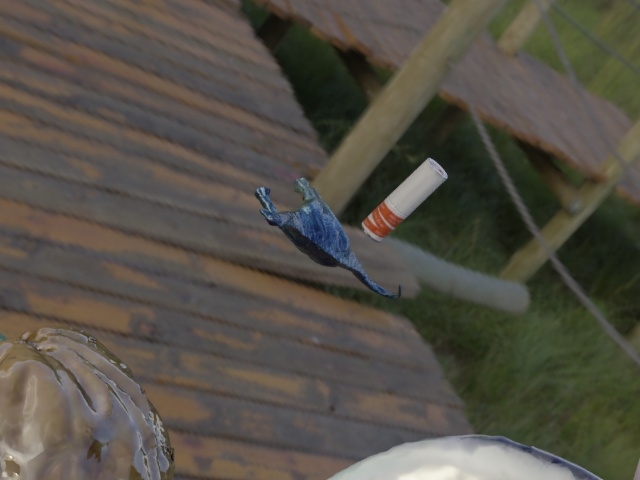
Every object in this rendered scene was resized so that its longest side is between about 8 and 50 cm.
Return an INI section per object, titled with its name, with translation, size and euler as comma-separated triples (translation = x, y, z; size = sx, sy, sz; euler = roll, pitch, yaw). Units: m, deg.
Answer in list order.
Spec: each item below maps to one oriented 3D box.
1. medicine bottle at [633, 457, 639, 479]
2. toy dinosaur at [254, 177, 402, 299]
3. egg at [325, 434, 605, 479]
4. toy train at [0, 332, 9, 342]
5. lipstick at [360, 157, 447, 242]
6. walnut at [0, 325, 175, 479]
[medicine bottle]
translation = 0.438, 0.249, 1.125
size = 0.250, 0.133, 0.133
euler = 20, 19, 22
[toy dinosaur]
translation = -0.007, -0.009, 1.677
size = 0.363, 0.076, 0.147
euler = 37, 16, -51
[egg]
translation = 0.096, 0.290, 0.721
size = 0.337, 0.337, 0.201
euler = 47, 2, 15
[toy train]
translation = -0.634, 0.201, 2.037
size = 0.238, 0.167, 0.299
euler = 39, -4, -22
[lipstick]
translation = 0.112, -0.053, 1.563
size = 0.038, 0.131, 0.038
euler = 39, 21, -18
[walnut]
translation = -0.184, 0.173, 0.696
size = 0.198, 0.245, 0.198
euler = 11, 3, -1
